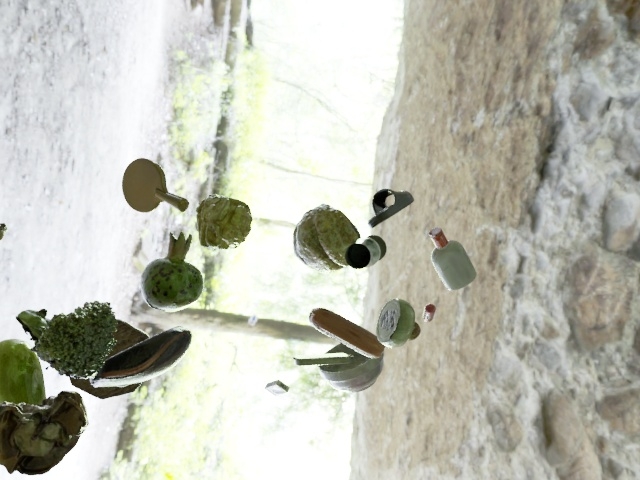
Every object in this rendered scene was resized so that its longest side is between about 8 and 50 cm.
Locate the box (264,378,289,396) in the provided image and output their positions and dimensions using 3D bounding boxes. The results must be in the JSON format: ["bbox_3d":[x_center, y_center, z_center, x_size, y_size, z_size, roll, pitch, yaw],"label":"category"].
[{"bbox_3d":[-0.149,0.507,1.761,0.083,0.054,0.024,-34,-157,46],"label":"box"}]

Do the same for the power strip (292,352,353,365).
[{"bbox_3d":[0.011,0.435,1.873,0.080,0.227,0.029,166,-77,-78],"label":"power strip"}]

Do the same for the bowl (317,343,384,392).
[{"bbox_3d":[0.144,0.538,2.160,0.287,0.287,0.143,-143,-150,-78],"label":"bowl"}]

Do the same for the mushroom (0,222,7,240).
[{"bbox_3d":[-0.930,0.096,1.257,0.233,0.208,0.301,-166,-97,-78],"label":"mushroom"}]

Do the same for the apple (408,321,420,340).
[{"bbox_3d":[0.361,0.364,2.074,0.089,0.090,0.074,-99,-176,-54],"label":"apple"}]

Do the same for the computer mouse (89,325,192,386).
[{"bbox_3d":[-0.540,0.370,1.570,0.116,0.323,0.183,62,-12,11],"label":"computer mouse"}]

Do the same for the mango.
[{"bbox_3d":[-0.915,0.426,1.534,0.186,0.149,0.272,7,-72,41],"label":"mango"}]

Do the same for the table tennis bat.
[{"bbox_3d":[-0.601,-0.179,1.848,0.050,0.321,0.198,-2,115,-64],"label":"table tennis bat"}]

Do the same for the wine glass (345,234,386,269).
[{"bbox_3d":[0.138,0.035,1.550,0.202,0.093,0.092,-18,117,-69],"label":"wine glass"}]

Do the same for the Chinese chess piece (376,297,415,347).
[{"bbox_3d":[0.215,0.239,1.485,0.144,0.059,0.144,-57,-160,34],"label":"Chinese chess piece"}]

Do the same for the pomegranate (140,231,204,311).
[{"bbox_3d":[-0.560,0.123,1.906,0.231,0.231,0.285,129,-49,-71],"label":"pomegranate"}]

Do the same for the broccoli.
[{"bbox_3d":[-0.669,0.229,1.390,0.180,0.273,0.242,-50,171,4],"label":"broccoli"}]

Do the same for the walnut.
[{"bbox_3d":[-0.751,0.517,1.392,0.141,0.238,0.203,152,-71,-76],"label":"walnut"}]

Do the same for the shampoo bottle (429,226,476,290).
[{"bbox_3d":[0.399,0.054,1.586,0.220,0.108,0.051,56,9,-25],"label":"shampoo bottle"}]

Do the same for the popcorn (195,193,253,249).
[{"bbox_3d":[-0.303,-0.054,1.610,0.187,0.186,0.167,14,-88,62],"label":"popcorn"}]

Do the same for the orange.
[{"bbox_3d":[0.000,0.000,2.012,0.369,0.211,0.270,153,-81,-74],"label":"orange"}]

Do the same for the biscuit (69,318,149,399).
[{"bbox_3d":[-0.872,0.494,2.131,0.046,0.359,0.358,-142,-122,-68],"label":"biscuit"}]

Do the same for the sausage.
[{"bbox_3d":[0.091,0.316,1.760,0.086,0.289,0.086,-60,180,1],"label":"sausage"}]

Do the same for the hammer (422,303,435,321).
[{"bbox_3d":[0.377,0.252,1.781,0.083,0.043,0.043,89,0,-55],"label":"hammer"}]

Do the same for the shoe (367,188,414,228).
[{"bbox_3d":[0.207,-0.118,1.599,0.108,0.093,0.241,-35,179,37],"label":"shoe"}]
